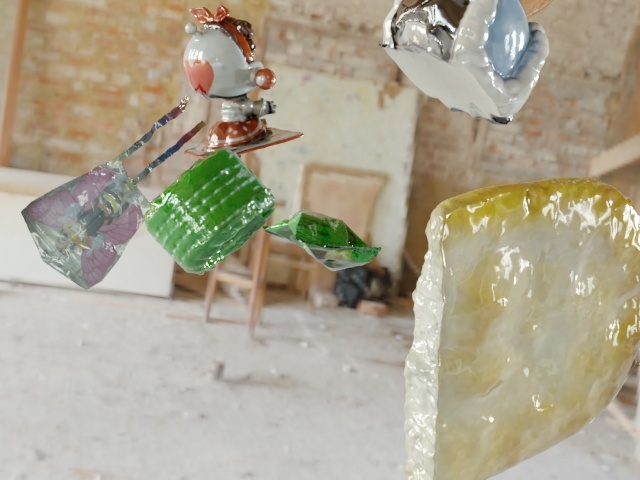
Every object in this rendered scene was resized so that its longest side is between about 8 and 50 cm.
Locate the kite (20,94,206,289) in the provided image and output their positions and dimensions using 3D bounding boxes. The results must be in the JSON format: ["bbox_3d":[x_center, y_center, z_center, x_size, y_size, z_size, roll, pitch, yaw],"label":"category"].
[{"bbox_3d":[-0.321,-0.086,1.845,0.022,0.360,0.204,27,-22,45],"label":"kite"}]

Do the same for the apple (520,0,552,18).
[{"bbox_3d":[0.244,-0.465,1.600,0.299,0.275,0.299,21,36,-16],"label":"apple"}]

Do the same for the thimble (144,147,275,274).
[{"bbox_3d":[-0.117,-0.032,1.205,0.090,0.130,0.118,48,10,8],"label":"thimble"}]

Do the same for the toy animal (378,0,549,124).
[{"bbox_3d":[0.199,-0.262,1.455,0.204,0.156,0.208,41,-5,-32],"label":"toy animal"}]

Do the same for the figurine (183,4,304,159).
[{"bbox_3d":[-0.148,-0.255,1.743,0.160,0.226,0.183,-18,14,-20],"label":"figurine"}]

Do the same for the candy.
[{"bbox_3d":[0.003,-0.003,1.766,0.141,0.078,0.203,33,-9,-17],"label":"candy"}]

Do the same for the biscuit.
[{"bbox_3d":[0.286,0.108,1.542,0.446,0.429,0.104,-18,24,-28],"label":"biscuit"}]
